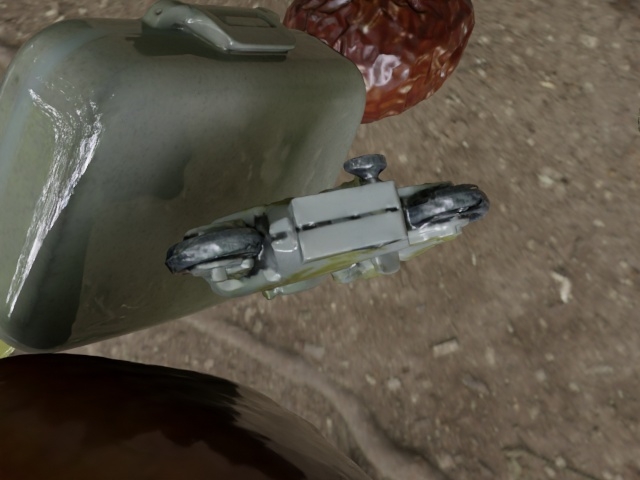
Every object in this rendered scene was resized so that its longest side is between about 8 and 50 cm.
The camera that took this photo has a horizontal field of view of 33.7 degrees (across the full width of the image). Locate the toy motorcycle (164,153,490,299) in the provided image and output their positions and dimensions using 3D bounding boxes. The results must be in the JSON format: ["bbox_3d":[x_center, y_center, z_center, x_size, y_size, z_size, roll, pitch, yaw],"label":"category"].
[{"bbox_3d":[0.000,0.000,0.734,0.228,0.151,0.074,-12,81,-17],"label":"toy motorcycle"}]

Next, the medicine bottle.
[{"bbox_3d":[-0.113,-0.052,0.858,0.123,0.375,0.282,34,114,23],"label":"medicine bottle"}]

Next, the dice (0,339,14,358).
[{"bbox_3d":[-0.438,0.051,1.209,0.169,0.169,0.166,48,117,26],"label":"dice"}]

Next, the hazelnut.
[{"bbox_3d":[-0.123,0.238,0.653,0.409,0.359,0.359,15,108,23],"label":"hazelnut"}]

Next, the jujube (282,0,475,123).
[{"bbox_3d":[0.072,-0.268,1.340,0.232,0.213,0.213,-43,107,-27],"label":"jujube"}]

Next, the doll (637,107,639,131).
[{"bbox_3d":[0.343,-0.041,0.640,0.278,0.175,0.149,20,127,31],"label":"doll"}]
